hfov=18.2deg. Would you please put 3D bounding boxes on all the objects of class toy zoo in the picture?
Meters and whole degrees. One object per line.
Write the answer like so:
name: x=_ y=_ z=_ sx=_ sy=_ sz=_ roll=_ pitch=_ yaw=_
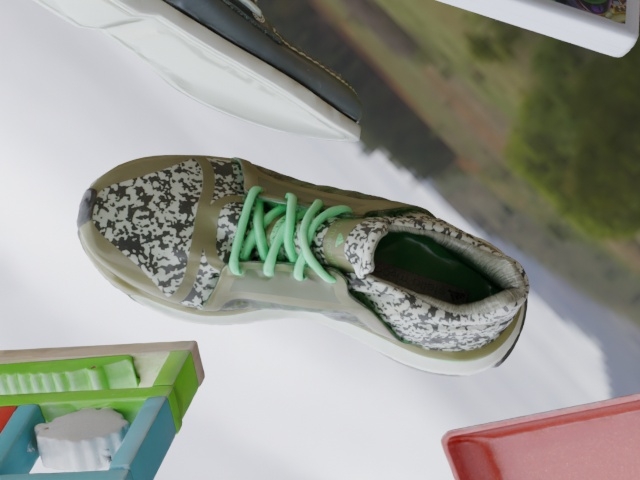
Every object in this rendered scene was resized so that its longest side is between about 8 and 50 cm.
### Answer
toy zoo: x=-0.194 y=0.145 z=1.133 sx=0.293 sy=0.192 sz=0.030 roll=-64 pitch=-33 yaw=-60

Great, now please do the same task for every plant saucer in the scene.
plant saucer: x=0.251 y=0.237 z=1.551 sx=0.047 sy=0.259 sz=0.258 roll=-33 pitch=-76 yaw=-54

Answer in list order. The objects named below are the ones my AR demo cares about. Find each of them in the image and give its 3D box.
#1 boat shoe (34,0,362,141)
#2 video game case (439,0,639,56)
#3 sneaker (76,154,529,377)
boat shoe: x=-0.076 y=-0.158 z=1.301 sx=0.319 sy=0.099 sz=0.116 roll=29 pitch=164 yaw=-39
video game case: x=0.067 y=-0.185 z=0.957 sx=0.190 sy=0.173 sz=0.022 roll=16 pitch=147 yaw=-12
sneaker: x=0.000 y=0.000 z=1.695 sx=0.410 sy=0.158 sz=0.182 roll=12 pitch=164 yaw=-8
